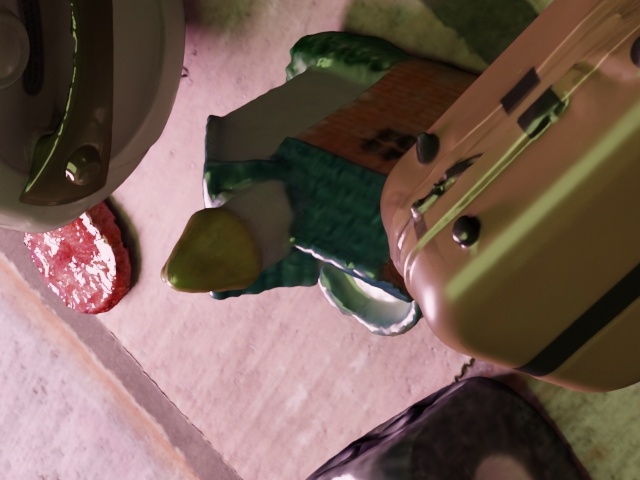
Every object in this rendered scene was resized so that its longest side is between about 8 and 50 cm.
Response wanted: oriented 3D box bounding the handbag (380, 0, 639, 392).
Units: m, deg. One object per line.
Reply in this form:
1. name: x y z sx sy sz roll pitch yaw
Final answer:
1. handbag: 0.221 -0.035 1.077 0.302 0.283 0.149 -46 42 21

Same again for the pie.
1. pie: -0.248 0.004 1.709 0.154 0.036 0.154 23 128 33

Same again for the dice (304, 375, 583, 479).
1. dice: 0.102 0.233 1.397 0.183 0.181 0.182 -33 87 50

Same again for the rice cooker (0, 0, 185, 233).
1. rice cooker: -0.297 -0.183 1.431 0.325 0.335 0.335 11 121 40

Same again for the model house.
1. model house: 0.000 0.000 1.248 0.267 0.325 0.194 24 127 33
